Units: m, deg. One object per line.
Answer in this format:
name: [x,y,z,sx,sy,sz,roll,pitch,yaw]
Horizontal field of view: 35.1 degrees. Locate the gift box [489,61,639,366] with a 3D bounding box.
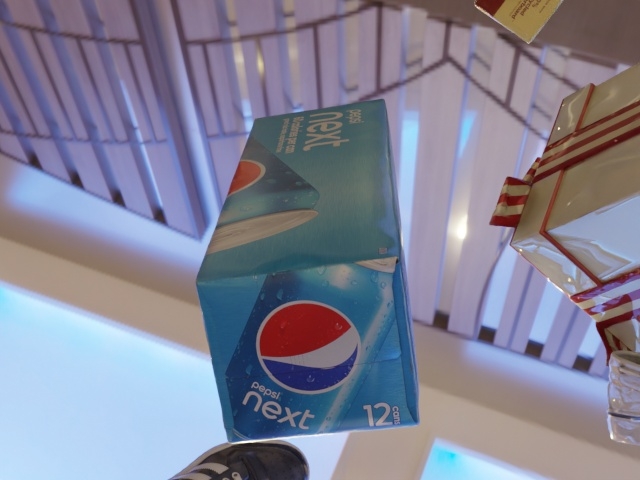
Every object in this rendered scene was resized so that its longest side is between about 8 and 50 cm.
gift box: [0.344,-0.030,1.012,0.255,0.258,0.276,43,-125,-14]

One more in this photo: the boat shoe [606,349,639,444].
boat shoe: [0.343,0.121,0.811,0.096,0.267,0.088,-6,-92,-30]

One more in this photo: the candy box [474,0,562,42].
candy box: [0.174,-0.223,0.738,0.053,0.109,0.187,36,-150,-2]

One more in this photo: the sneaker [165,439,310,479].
sneaker: [-0.121,0.261,0.959,0.282,0.153,0.099,-13,-93,-23]

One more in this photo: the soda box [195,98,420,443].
soda box: [0.000,0.000,0.436,0.071,0.067,0.210,-7,-159,5]
